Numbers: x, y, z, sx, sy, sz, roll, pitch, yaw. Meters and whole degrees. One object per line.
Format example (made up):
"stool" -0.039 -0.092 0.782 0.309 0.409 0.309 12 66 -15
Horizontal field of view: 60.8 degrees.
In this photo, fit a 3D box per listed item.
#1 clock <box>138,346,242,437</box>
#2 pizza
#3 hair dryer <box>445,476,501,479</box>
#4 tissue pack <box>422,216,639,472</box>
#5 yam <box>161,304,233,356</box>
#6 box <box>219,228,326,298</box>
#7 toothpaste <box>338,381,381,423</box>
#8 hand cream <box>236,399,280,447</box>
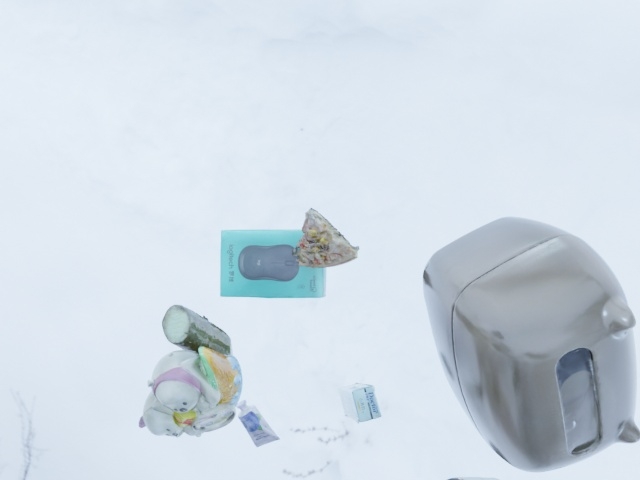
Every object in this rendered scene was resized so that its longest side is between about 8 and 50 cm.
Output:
"clock" -0.206 0.242 0.861 0.103 0.144 0.230 60 141 37
"pizza" 0.000 0.000 1.440 0.185 0.052 0.195 -10 127 14
"hair dryer" 0.472 0.636 1.269 0.362 0.203 0.128 -12 64 42
"tissue pack" 0.339 0.177 0.873 0.268 0.277 0.386 -24 118 -5
"yam" -0.205 0.168 0.945 0.070 0.069 0.146 -25 134 28
"box" -0.137 0.067 1.608 0.312 0.118 0.204 1 92 -1
"toothpaste" 0.102 0.448 1.522 0.071 0.313 0.089 -12 78 -7
"hand cream" -0.179 0.497 1.481 0.084 0.053 0.142 -27 98 25
